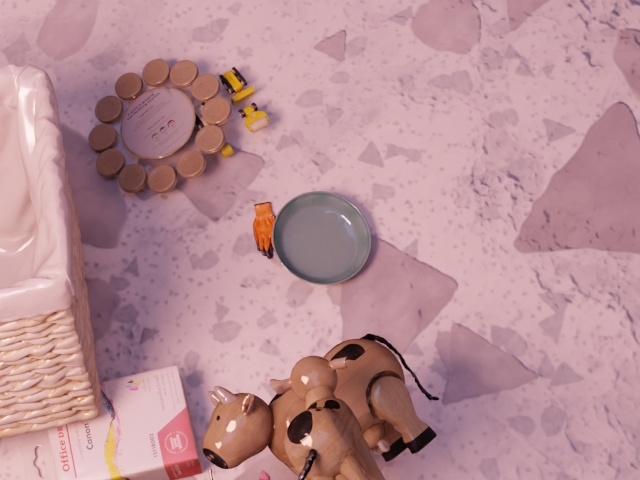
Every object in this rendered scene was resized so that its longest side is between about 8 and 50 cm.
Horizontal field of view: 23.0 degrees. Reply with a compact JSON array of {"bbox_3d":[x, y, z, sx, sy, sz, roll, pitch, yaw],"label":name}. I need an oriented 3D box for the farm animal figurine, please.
[{"bbox_3d":[-0.020,0.194,1.589,0.327,0.330,0.172,-33,90,-42],"label":"farm animal figurine"}]

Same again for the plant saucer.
[{"bbox_3d":[0.000,0.000,1.873,0.119,0.021,0.119,3,69,-9],"label":"plant saucer"}]

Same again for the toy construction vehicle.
[{"bbox_3d":[-0.112,-0.155,1.945,0.086,0.035,0.098,-34,62,-13],"label":"toy construction vehicle"}]

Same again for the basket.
[{"bbox_3d":[-0.416,0.030,1.713,0.331,0.266,0.328,-12,51,-3],"label":"basket"}]

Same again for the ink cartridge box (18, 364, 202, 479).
[{"bbox_3d":[-0.243,0.224,1.769,0.198,0.067,0.115,-14,67,-4],"label":"ink cartridge box"}]

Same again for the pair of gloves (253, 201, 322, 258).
[{"bbox_3d":[-0.040,-0.015,1.894,0.083,0.010,0.074,-5,67,-1],"label":"pair of gloves"}]

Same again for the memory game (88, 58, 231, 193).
[{"bbox_3d":[-0.198,-0.141,1.928,0.186,0.012,0.186,-6,67,15],"label":"memory game"}]
